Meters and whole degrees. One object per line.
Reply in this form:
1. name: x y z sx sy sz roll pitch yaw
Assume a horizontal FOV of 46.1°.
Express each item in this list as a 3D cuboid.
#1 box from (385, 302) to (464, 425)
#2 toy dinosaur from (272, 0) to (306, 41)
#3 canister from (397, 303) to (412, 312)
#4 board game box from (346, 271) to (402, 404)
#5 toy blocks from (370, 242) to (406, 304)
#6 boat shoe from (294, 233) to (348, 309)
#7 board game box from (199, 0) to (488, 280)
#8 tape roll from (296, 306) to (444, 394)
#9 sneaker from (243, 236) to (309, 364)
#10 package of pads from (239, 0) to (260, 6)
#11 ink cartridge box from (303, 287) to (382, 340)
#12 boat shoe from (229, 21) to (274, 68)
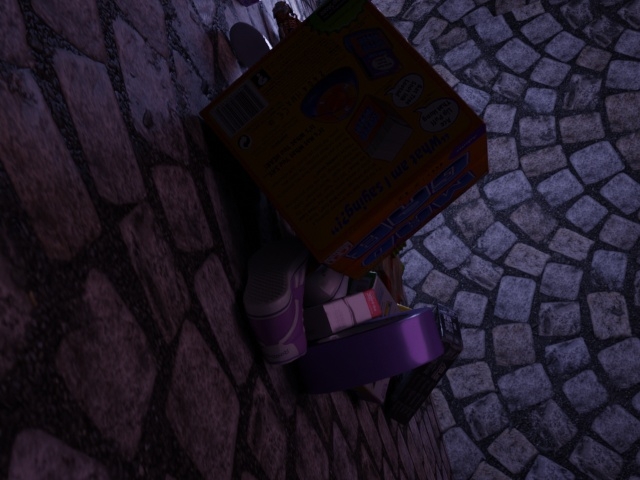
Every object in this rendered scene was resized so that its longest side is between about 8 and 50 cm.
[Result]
1. box: 0.304 0.365 2.250 0.077 0.307 0.242 31 18 -5
2. toy dinosaur: -0.068 -0.605 2.428 0.218 0.165 0.321 -27 118 -65
3. canister: 0.191 0.259 2.046 0.170 0.126 0.073 -51 135 -24
4. board game box: 0.114 0.239 1.796 0.316 0.064 0.242 54 49 -60
5. toy blocks: 0.184 0.138 2.382 0.381 0.191 0.260 52 34 -60
6. boat shoe: -0.008 0.003 1.711 0.367 0.136 0.156 -74 143 -54
7. board game box: 0.065 -0.182 1.431 0.356 0.357 0.356 51 5 15
8. tape roll: 0.091 0.208 1.434 0.275 0.275 0.090 -5 77 -79
9. sneaker: -0.068 0.110 1.318 0.282 0.102 0.161 -71 149 -61
10. package of pads: -0.193 -0.649 1.997 0.083 0.050 0.031 -16 88 -79
11. ink cartridge box: 0.029 0.150 1.500 0.151 0.109 0.063 -13 83 -44
12. boat shoe: -0.128 -0.430 1.793 0.228 0.080 0.076 40 14 -23
